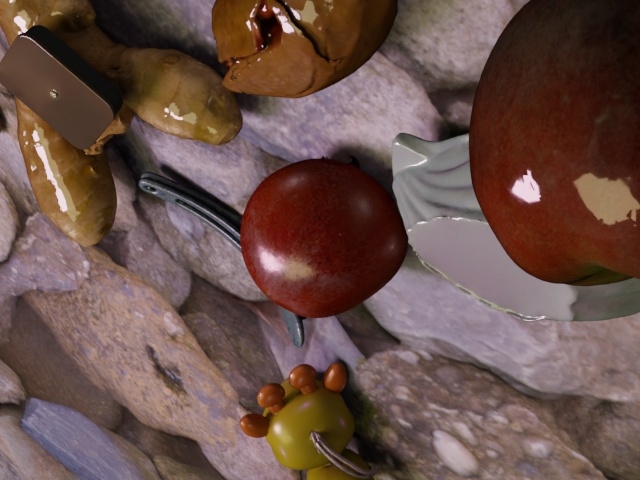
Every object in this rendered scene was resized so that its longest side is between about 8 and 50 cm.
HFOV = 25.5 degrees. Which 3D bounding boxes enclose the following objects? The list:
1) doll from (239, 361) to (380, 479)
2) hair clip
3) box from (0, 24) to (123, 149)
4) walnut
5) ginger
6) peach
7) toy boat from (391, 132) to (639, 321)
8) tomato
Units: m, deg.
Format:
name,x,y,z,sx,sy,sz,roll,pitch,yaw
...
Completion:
name,x,y,z,sx,sy,sz,roll,pitch,yaw
doll,-0.007,0.243,1.713,0.221,0.143,0.135,66,174,-32
hair clip,-0.095,0.006,1.604,0.275,0.083,0.048,41,154,16
box,-0.264,-0.156,1.438,0.126,0.031,0.091,40,139,-7
walnut,-0.019,-0.196,1.238,0.137,0.137,0.245,52,155,-14
ginger,-0.282,-0.185,1.537,0.348,0.122,0.363,51,147,-6
peach,0.226,-0.081,1.026,0.252,0.252,0.252,27,143,22
toy boat,0.184,-0.004,1.267,0.290,0.100,0.199,20,140,26
tomato,0.000,0.000,1.415,0.167,0.167,0.167,27,143,22
